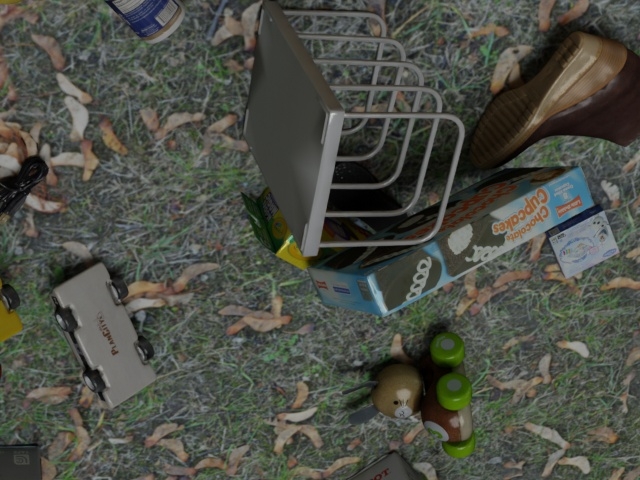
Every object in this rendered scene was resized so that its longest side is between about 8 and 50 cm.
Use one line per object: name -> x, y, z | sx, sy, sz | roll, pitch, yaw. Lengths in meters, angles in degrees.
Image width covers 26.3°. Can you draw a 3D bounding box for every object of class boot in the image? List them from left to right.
boot -> 0.345, -0.157, 1.846 | 0.207, 0.090, 0.248 | 22, 124, -35

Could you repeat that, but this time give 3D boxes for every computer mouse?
computer mouse -> -0.437, -0.104, 1.680 | 0.193, 0.042, 0.106 | 39, 91, -32

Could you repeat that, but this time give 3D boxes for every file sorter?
file sorter -> 0.032, -0.140, 1.652 | 0.173, 0.277, 0.193 | -2, 125, -20

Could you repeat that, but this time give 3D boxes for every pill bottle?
pill bottle -> -0.218, -0.291, 1.596 | 0.067, 0.067, 0.120 | -37, 126, 11

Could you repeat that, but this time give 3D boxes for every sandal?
sandal -> 0.057, -0.062, 1.866 | 0.067, 0.040, 0.179 | -33, 142, 15

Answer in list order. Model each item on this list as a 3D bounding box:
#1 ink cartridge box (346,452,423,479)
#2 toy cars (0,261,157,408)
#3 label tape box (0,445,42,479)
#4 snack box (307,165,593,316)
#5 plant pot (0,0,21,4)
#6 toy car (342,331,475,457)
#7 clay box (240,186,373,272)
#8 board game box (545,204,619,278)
ink cartridge box -> 0.102, 0.502, 2.130 | 0.201, 0.278, 0.117 | -35, 130, 10
toy cars -> -0.383, 0.087, 1.804 | 0.394, 0.087, 0.176 | 26, 78, -32
label tape box -> -0.442, 0.496, 1.919 | 0.115, 0.347, 0.249 | 0, 125, -16
snack box -> 0.162, -0.005, 1.728 | 0.322, 0.187, 0.060 | -27, 102, -20
plant pot -> -0.306, -0.379, 1.410 | 0.254, 0.254, 0.239 | 25, 129, -30
toy car -> 0.129, 0.239, 2.045 | 0.188, 0.149, 0.155 | -8, 138, 3
clay box -> 0.000, 0.000, 1.832 | 0.222, 0.127, 0.053 | 30, 111, -32
board game box -> 0.385, 0.003, 2.014 | 0.090, 0.020, 0.090 | -27, 127, 3
